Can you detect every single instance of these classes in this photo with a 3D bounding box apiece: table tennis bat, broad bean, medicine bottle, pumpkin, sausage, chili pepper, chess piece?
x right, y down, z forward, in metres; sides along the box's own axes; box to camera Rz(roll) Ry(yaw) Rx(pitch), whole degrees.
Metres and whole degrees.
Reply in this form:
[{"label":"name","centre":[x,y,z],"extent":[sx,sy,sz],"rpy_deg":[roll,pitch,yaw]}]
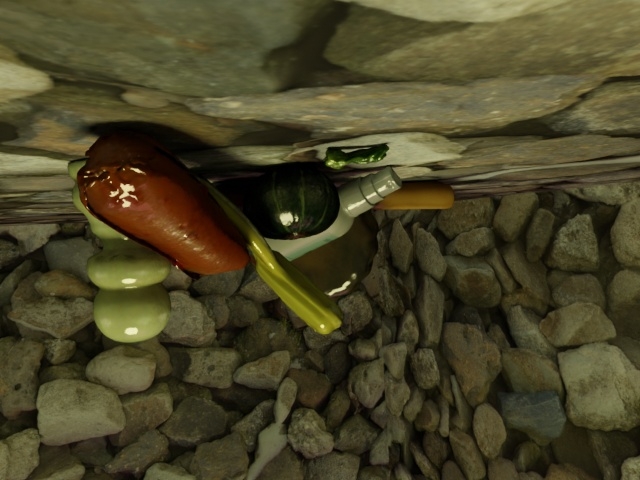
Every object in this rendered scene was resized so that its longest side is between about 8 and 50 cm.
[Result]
[{"label":"table tennis bat","centre":[-0.106,0.021,0.771],"extent":[0.054,0.369,0.224],"rpy_deg":[-44,162,-16]},{"label":"broad bean","centre":[-0.167,-0.085,0.964],"extent":[0.165,0.084,0.114],"rpy_deg":[4,168,25]},{"label":"medicine bottle","centre":[0.000,-0.049,0.933],"extent":[0.352,0.110,0.110],"rpy_deg":[-27,170,27]},{"label":"pumpkin","centre":[-0.050,-0.063,0.795],"extent":[0.167,0.125,0.167],"rpy_deg":[-9,-178,0]},{"label":"sausage","centre":[-0.168,-0.027,0.563],"extent":[0.102,0.101,0.330],"rpy_deg":[-3,160,6]},{"label":"chili pepper","centre":[0.047,-0.113,0.623],"extent":[0.091,0.030,0.034],"rpy_deg":[-6,157,3]},{"label":"chess piece","centre":[-0.270,0.018,0.652],"extent":[0.145,0.251,0.144],"rpy_deg":[-3,-179,0]}]

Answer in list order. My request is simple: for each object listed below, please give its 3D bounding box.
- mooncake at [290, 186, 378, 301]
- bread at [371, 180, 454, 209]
[{"label":"mooncake","centre":[0.000,0.000,1.106],"extent":[0.291,0.290,0.161],"rpy_deg":[-3,-173,20]},{"label":"bread","centre":[0.233,-0.119,1.218],"extent":[0.240,0.073,0.092],"rpy_deg":[-3,-163,-16]}]
